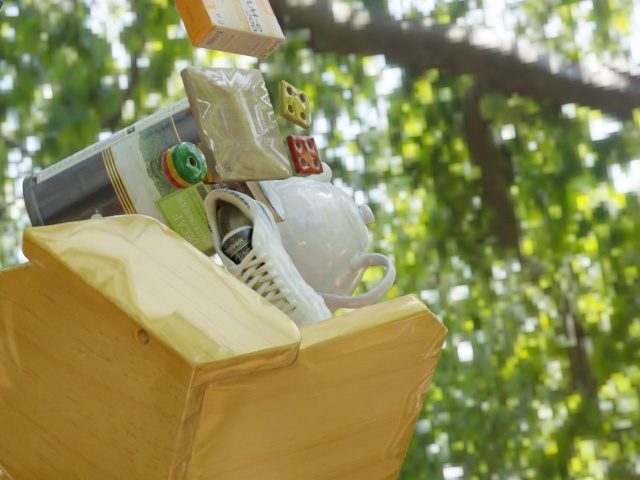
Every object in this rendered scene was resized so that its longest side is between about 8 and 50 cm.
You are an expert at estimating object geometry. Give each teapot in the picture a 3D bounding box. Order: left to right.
[{"bbox_3d":[0.000,0.000,2.618,0.187,0.256,0.252,-24,-4,-4],"label":"teapot"}]

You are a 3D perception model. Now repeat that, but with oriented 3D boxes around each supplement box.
[{"bbox_3d":[-0.090,-0.219,1.634,0.098,0.062,0.036,4,-35,-46],"label":"supplement box"}]

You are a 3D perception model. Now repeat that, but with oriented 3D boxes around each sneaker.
[{"bbox_3d":[-0.064,0.047,1.840,0.090,0.235,0.095,-34,-20,4],"label":"sneaker"}]

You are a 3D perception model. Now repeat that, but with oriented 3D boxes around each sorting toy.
[{"bbox_3d":[-0.099,-0.124,1.851,0.046,0.132,0.274,-23,-10,34],"label":"sorting toy"}]

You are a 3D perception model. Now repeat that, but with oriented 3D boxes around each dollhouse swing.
[{"bbox_3d":[-0.107,0.137,1.625,0.305,0.315,0.346,-30,-34,-42],"label":"dollhouse swing"}]

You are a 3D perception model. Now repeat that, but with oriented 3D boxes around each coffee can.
[{"bbox_3d":[-0.211,-0.053,2.111,0.275,0.201,0.201,-27,-20,5],"label":"coffee can"}]

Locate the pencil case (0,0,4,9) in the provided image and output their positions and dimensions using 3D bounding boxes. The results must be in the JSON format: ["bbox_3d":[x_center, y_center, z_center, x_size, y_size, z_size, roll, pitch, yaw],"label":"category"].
[{"bbox_3d":[-0.480,-0.248,1.750,0.306,0.133,0.119,-21,3,-31],"label":"pencil case"}]
